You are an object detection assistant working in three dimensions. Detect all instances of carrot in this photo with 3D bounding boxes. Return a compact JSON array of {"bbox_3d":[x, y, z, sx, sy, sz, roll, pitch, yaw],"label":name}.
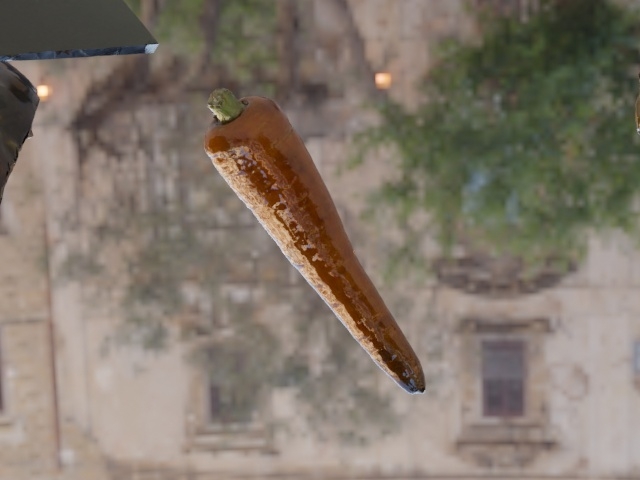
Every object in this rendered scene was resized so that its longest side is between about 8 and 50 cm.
[{"bbox_3d":[0.000,0.000,1.251,0.061,0.256,0.061,-34,-170,7],"label":"carrot"}]

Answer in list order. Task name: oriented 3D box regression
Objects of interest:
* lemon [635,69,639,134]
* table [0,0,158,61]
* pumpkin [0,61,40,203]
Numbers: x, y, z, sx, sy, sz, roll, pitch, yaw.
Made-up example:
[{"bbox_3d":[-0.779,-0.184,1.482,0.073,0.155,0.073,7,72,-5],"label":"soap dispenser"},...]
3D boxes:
[{"bbox_3d":[0.212,-0.057,0.918,0.111,0.082,0.082,36,-150,27],"label":"lemon"},{"bbox_3d":[-0.135,-0.048,0.427,0.062,0.146,0.175,-11,-127,-47],"label":"table"},{"bbox_3d":[-0.319,-0.035,1.171,0.225,0.256,0.303,20,-172,-18],"label":"pumpkin"}]
